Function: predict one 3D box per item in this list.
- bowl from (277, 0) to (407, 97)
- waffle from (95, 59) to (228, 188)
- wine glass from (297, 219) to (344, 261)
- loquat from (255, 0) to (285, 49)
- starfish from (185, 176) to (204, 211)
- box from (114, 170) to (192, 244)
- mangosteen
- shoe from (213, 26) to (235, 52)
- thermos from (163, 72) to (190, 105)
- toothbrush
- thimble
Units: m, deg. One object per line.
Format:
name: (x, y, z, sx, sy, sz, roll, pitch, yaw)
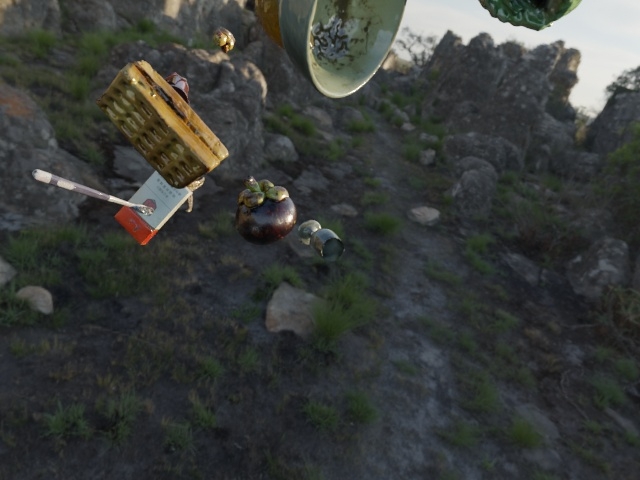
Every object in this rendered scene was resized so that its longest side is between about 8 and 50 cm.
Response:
bowl: (0.020, -0.416, 0.847, 0.146, 0.289, 0.289, 34, 27, 23)
waffle: (-0.424, -0.299, 1.282, 0.327, 0.224, 0.098, 50, 49, -20)
wine glass: (0.000, 0.000, 2.004, 0.127, 0.126, 0.241, 6, 16, -30)
loquat: (-0.024, -0.596, 1.183, 0.275, 0.274, 0.275, 16, 23, -7)
starfish: (-0.515, -0.210, 1.827, 0.057, 0.213, 0.238, -21, 0, 20)
box: (-0.556, -0.118, 1.593, 0.139, 0.245, 0.035, 46, 6, 3)
mangosteen: (-0.178, -0.097, 1.470, 0.192, 0.217, 0.192, -16, 30, 10)
shoe: (-0.359, -0.749, 1.802, 0.072, 0.069, 0.109, 29, 7, -8)
thermos: (-0.488, -0.496, 1.614, 0.124, 0.099, 0.232, 48, 10, -30)
toothbrush: (-0.490, -0.100, 1.061, 0.026, 0.024, 0.288, 17, -4, 34)
thimble: (0.393, -0.507, 0.879, 0.219, 0.150, 0.219, 20, -13, 5)
